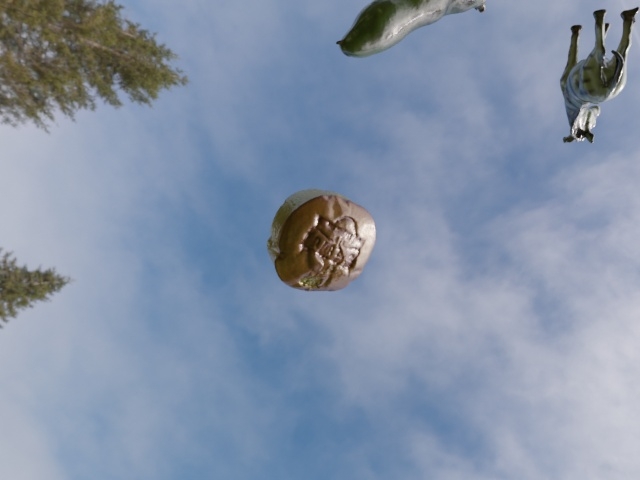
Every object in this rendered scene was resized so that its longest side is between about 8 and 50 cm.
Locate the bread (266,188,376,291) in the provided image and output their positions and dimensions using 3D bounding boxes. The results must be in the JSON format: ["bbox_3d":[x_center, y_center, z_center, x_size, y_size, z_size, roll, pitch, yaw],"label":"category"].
[{"bbox_3d":[0.000,0.000,1.079,0.148,0.270,0.269,45,-61,55],"label":"bread"}]

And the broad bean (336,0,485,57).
[{"bbox_3d":[0.119,-0.280,0.529,0.046,0.255,0.065,42,-29,36],"label":"broad bean"}]

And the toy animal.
[{"bbox_3d":[0.395,-0.227,0.637,0.074,0.217,0.175,0,-77,19],"label":"toy animal"}]
